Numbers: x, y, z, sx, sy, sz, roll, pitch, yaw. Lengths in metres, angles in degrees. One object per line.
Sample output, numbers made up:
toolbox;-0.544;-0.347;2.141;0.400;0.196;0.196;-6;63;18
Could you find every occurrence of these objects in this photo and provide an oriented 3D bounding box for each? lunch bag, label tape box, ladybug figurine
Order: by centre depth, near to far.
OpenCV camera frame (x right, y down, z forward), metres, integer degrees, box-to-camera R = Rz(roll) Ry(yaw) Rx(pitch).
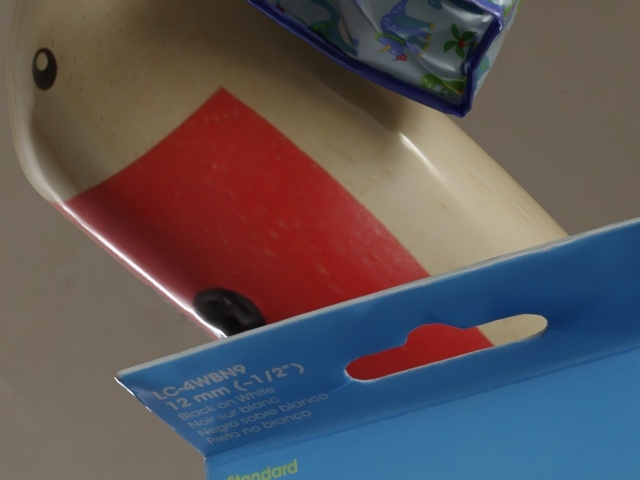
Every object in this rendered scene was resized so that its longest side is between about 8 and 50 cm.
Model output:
label tape box;0.105;0.157;0.768;0.249;0.115;0.347;-18;-45;23
lunch bag;0.028;-0.151;0.874;0.151;0.128;0.096;23;-35;6
ladybug figurine;0.000;0.000;1.056;0.449;0.162;0.305;41;-5;-14
